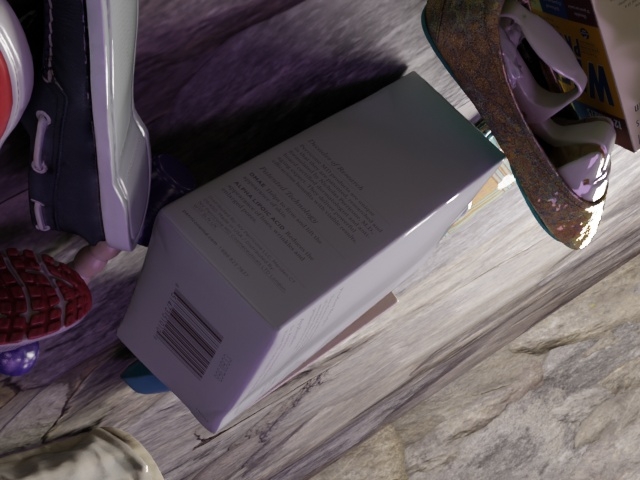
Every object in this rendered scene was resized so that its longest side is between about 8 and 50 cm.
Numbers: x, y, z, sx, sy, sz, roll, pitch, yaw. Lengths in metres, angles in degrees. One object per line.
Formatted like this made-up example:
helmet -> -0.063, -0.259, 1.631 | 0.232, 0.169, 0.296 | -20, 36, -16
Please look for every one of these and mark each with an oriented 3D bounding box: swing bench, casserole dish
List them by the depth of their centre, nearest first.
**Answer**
casserole dish -> -0.175, 0.160, 1.124 | 0.188, 0.037, 0.114 | -14, -167, 37
swing bench -> -0.402, 0.380, 1.216 | 0.253, 0.165, 0.254 | -5, 138, -52

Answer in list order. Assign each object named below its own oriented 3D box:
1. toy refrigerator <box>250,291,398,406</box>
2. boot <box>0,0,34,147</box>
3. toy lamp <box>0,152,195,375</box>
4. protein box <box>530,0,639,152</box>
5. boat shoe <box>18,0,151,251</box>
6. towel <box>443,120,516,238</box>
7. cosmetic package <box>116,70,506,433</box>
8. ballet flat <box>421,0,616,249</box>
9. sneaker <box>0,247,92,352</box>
toy refrigerator -> -0.030, 0.118, 1.254 | 0.269, 0.102, 0.094 | -36, -172, 0
boot -> -0.252, -0.032, 0.509 | 0.244, 0.088, 0.176 | -51, -163, 51
toy lamp -> -0.225, 0.023, 0.827 | 0.275, 0.080, 0.080 | -42, 158, 18
protein box -> 0.338, -0.241, 0.897 | 0.200, 0.136, 0.201 | -33, 122, -5
boat shoe -> -0.174, -0.102, 0.601 | 0.091, 0.114, 0.302 | 8, 135, -2
towel -> 0.239, -0.097, 1.318 | 0.370, 0.040, 0.271 | -40, 158, 13
cosmetic package -> 0.000, 0.000, 0.903 | 0.385, 0.156, 0.217 | -36, 165, -41
ballet flat -> 0.232, -0.124, 0.886 | 0.123, 0.123, 0.348 | -37, 115, 4
sneaker -> -0.317, 0.068, 0.766 | 0.225, 0.088, 0.092 | -10, 161, -11
